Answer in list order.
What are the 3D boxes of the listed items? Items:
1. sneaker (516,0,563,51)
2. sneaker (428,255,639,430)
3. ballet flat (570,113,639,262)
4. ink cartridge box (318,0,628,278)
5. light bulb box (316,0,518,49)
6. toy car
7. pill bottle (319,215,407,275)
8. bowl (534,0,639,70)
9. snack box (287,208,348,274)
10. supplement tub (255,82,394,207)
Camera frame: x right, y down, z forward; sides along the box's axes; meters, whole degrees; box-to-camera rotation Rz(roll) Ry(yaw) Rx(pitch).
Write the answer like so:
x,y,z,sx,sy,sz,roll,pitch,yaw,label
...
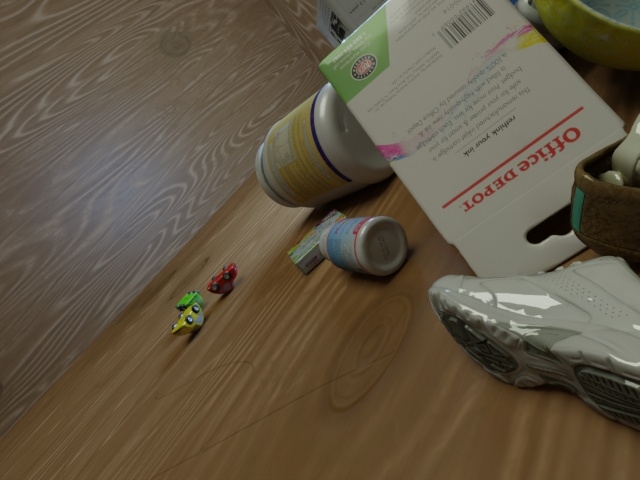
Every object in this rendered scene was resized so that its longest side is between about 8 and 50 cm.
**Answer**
x,y,z,sx,sy,sz,roll,pitch,yaw,label
0.382,-0.358,0.769,0.129,0.111,0.297,-48,-16,29,sneaker
0.190,0.059,0.349,0.115,0.090,0.232,-42,26,-19,sneaker
0.341,-0.114,0.322,0.342,0.124,0.116,-36,37,19,ballet flat
0.184,-0.130,0.524,0.207,0.353,0.119,-37,-16,17,ink cartridge box
0.237,-0.495,0.984,0.358,0.361,0.225,-41,7,4,light bulb box
-0.329,0.169,1.201,0.225,0.053,0.239,-16,31,54,toy car
0.060,0.007,0.703,0.087,0.087,0.160,-48,19,-17,pill bottle
0.397,-0.318,0.554,0.289,0.289,0.156,-45,-18,-7,bowl
0.000,0.000,0.922,0.141,0.037,0.100,-43,20,-1,snack box
0.009,-0.214,1.059,0.331,0.241,0.241,-16,32,53,supplement tub
